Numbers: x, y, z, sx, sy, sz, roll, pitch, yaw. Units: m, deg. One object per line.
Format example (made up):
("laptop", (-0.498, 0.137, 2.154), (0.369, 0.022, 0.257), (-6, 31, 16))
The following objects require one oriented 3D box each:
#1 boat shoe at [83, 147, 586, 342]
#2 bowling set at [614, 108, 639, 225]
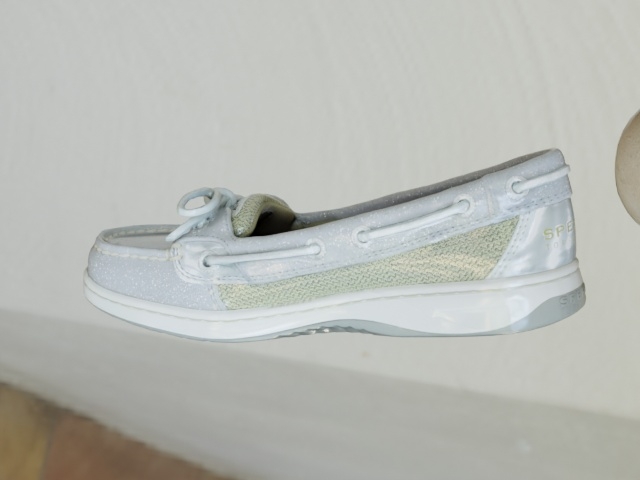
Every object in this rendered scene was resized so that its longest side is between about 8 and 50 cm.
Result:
("boat shoe", (0.000, 0.001, 0.981), (0.118, 0.320, 0.103), (-24, 111, -61))
("bowling set", (0.112, -0.129, 0.363), (0.200, 0.154, 0.287), (7, 90, -45))
